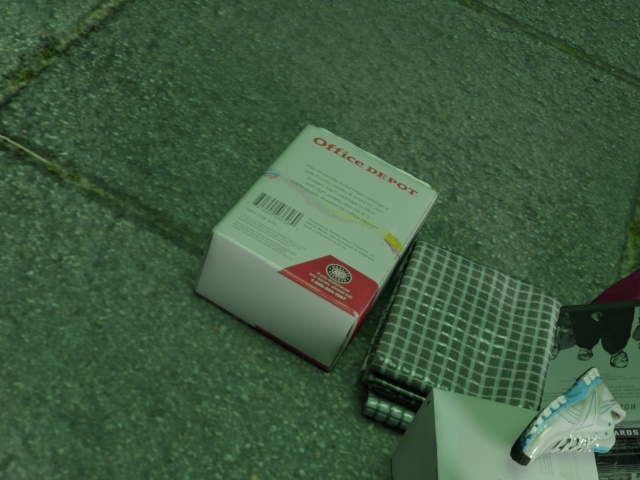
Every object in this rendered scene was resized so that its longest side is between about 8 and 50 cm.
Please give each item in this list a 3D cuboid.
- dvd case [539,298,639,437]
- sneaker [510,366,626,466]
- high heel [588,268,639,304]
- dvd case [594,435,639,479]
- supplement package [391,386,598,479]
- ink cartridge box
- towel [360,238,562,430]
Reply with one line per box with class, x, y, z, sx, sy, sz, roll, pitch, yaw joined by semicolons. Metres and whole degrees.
dvd case;0.388;0.174;1.427;0.179;0.029;0.239;-7;38;25
sneaker;0.291;0.214;1.174;0.190;0.071;0.083;-26;66;-42
high heel;0.534;0.025;1.660;0.181;0.127;0.377;20;37;6
dvd case;0.392;0.242;1.377;0.164;0.018;0.221;-8;38;23
supplement package;0.202;0.308;1.198;0.203;0.149;0.194;14;42;-10
ink cartridge box;0.000;0.000;1.440;0.226;0.131;0.306;30;41;8
towel;0.192;0.141;1.387;0.235;0.121;0.284;23;42;1
